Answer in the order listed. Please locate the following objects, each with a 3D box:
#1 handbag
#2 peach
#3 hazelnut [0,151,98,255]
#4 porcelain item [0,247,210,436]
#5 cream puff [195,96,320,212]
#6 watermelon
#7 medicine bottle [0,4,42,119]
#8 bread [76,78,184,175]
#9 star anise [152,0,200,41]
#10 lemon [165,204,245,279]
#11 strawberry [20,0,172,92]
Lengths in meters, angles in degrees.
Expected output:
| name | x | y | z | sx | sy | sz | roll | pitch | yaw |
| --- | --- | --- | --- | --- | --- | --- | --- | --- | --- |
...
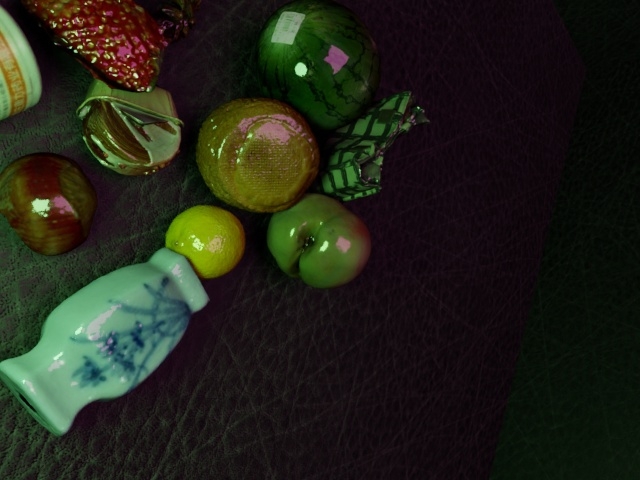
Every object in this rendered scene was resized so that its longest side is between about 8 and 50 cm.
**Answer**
| name | x | y | z | sx | sy | sz | roll | pitch | yaw |
| --- | --- | --- | --- | --- | --- | --- | --- | --- | --- |
| handbag | 0.110 | -0.256 | 1.577 | 0.162 | 0.327 | 0.325 | 43 | 68 | -21 |
| peach | 0.001 | 0.001 | 1.525 | 0.292 | 0.292 | 0.247 | 8 | 101 | -44 |
| hazelnut | -0.532 | -0.080 | 1.106 | 0.170 | 0.160 | 0.201 | 18 | 39 | -55 |
| porcelain item | -0.429 | 0.196 | 1.168 | 0.405 | 0.179 | 0.242 | -43 | 119 | -36 |
| cream puff | -0.163 | -0.219 | 1.400 | 0.303 | 0.212 | 0.303 | -11 | 119 | -20 |
| watermelon | -0.005 | -0.457 | 1.492 | 0.363 | 0.363 | 0.363 | 1 | 89 | -45 |
| medicine bottle | -0.677 | -0.252 | 0.908 | 0.371 | 0.211 | 0.211 | -40 | 117 | -38 |
| bread | -0.406 | -0.251 | 1.222 | 0.224 | 0.142 | 0.211 | 10 | 65 | -45 |
| star anise | -0.326 | -0.539 | 1.274 | 0.177 | 0.073 | 0.234 | -61 | 174 | -3 |
| lemon | -0.268 | 0.004 | 1.335 | 0.203 | 0.178 | 0.178 | -5 | 93 | -51 |
| strawberry | -0.443 | -0.441 | 1.127 | 0.306 | 0.138 | 0.233 | 32 | 36 | -31 |
